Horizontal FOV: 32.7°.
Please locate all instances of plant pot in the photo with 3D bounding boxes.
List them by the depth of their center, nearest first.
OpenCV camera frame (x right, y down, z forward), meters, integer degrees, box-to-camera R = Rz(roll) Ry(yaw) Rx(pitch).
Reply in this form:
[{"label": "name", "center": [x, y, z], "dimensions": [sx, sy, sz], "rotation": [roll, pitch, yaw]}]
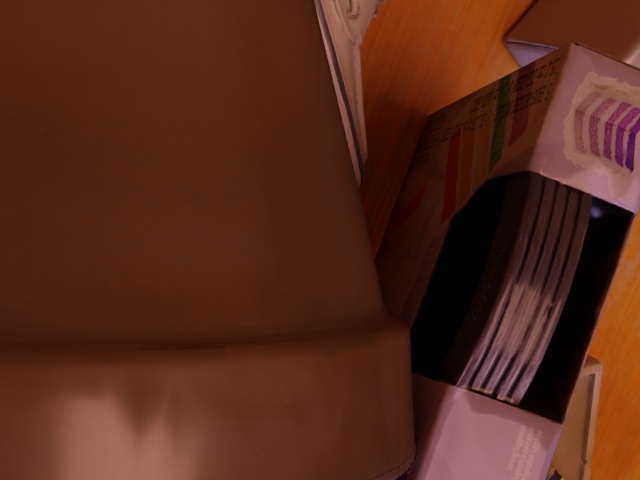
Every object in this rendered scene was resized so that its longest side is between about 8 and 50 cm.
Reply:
[{"label": "plant pot", "center": [-0.114, -0.043, 0.492], "dimensions": [0.323, 0.323, 0.280], "rotation": [2, 91, -32]}]

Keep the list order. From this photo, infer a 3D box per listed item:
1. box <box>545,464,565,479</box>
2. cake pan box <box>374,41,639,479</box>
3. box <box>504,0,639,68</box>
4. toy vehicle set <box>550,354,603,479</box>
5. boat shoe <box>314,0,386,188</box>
[{"label": "box", "center": [0.197, 0.254, 0.874], "dimensions": [0.087, 0.058, 0.232], "rotation": [-51, 125, -6]}, {"label": "cake pan box", "center": [0.083, 0.031, 0.621], "dimensions": [0.070, 0.267, 0.246], "rotation": [20, 86, -9]}, {"label": "box", "center": [0.293, -0.197, 0.774], "dimensions": [0.311, 0.121, 0.148], "rotation": [-48, 125, -8]}, {"label": "toy vehicle set", "center": [0.144, 0.230, 0.891], "dimensions": [0.166, 0.035, 0.267], "rotation": [-9, 112, -29]}, {"label": "boat shoe", "center": [-0.005, -0.151, 0.628], "dimensions": [0.088, 0.096, 0.267], "rotation": [-24, 110, -18]}]
